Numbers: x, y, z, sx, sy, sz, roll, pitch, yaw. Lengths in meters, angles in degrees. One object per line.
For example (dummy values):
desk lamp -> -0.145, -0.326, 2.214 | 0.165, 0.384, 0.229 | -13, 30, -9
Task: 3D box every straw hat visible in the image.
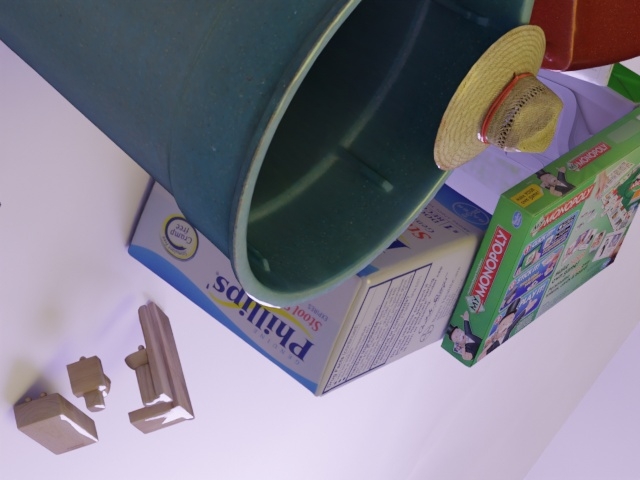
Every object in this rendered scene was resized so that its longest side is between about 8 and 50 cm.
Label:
straw hat -> 0.158, -0.099, 1.377 | 0.144, 0.061, 0.144 | -43, 156, -25

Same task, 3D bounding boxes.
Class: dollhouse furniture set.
dollhouse furniture set -> -0.237, 0.138, 1.843 | 0.151, 0.123, 0.144 | -19, 156, 6

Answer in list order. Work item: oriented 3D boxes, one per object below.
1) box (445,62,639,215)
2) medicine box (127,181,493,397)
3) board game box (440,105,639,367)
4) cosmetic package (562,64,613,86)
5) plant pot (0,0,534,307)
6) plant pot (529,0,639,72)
box -> 0.248, -0.138, 2.097 | 0.126, 0.262, 0.231 | -14, 135, -56
medicine box -> 0.000, 0.000, 1.804 | 0.289, 0.263, 0.149 | -18, 138, -55
board game box -> 0.265, -0.011, 1.908 | 0.317, 0.046, 0.214 | -30, 146, -46
cosmetic package -> 0.305, -0.339, 1.948 | 0.225, 0.138, 0.224 | 103, 8, -45
plant pot -> -0.069, -0.179, 1.333 | 0.341, 0.334, 0.341 | -43, 154, -27
plant pot -> 0.214, -0.304, 1.684 | 0.236, 0.267, 0.267 | -43, 141, -46
